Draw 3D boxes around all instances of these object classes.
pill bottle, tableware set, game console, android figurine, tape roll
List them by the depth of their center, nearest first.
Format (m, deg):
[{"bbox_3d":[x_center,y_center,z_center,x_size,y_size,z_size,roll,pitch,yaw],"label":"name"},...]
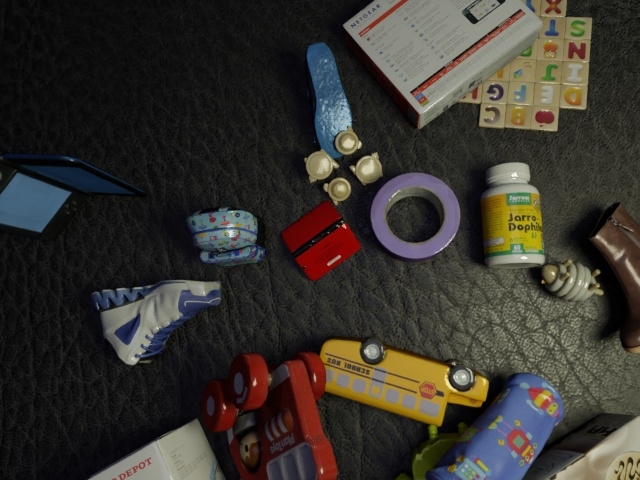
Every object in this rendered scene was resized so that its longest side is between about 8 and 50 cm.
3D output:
[{"bbox_3d":[0.274,0.510,0.881,0.248,0.056,0.273,-9,80,7],"label":"android figurine"},{"bbox_3d":[0.401,-0.050,0.924,0.117,0.117,0.209,-1,80,8],"label":"pill bottle"},{"bbox_3d":[0.207,-0.049,0.973,0.188,0.080,0.189,-1,80,8],"label":"tape roll"},{"bbox_3d":[-0.592,-0.083,0.991,0.173,0.293,0.250,35,88,13],"label":"game console"},{"bbox_3d":[0.054,-0.171,1.020,0.168,0.020,0.141,-36,105,-1],"label":"tableware set"},{"bbox_3d":[0.000,0.000,1.030,0.144,0.085,0.124,-36,108,2],"label":"game console"}]

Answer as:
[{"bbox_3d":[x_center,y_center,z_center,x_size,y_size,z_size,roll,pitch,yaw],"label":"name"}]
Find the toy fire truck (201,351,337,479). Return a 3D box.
[{"bbox_3d":[-0.098,0.364,0.835,0.302,0.169,0.254,-46,48,37],"label":"toy fire truck"}]

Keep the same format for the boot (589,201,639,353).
[{"bbox_3d":[0.598,0.070,0.864,0.207,0.090,0.248,43,68,-1],"label":"boot"}]

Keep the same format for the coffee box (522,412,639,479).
[{"bbox_3d":[0.481,0.465,0.792,0.297,0.119,0.168,-26,74,-10],"label":"coffee box"}]

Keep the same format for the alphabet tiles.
[{"bbox_3d":[0.476,-0.422,1.029,0.285,0.011,0.343,7,82,9],"label":"alphabet tiles"}]

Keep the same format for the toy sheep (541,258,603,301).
[{"bbox_3d":[0.517,0.085,0.900,0.132,0.091,0.091,25,85,5],"label":"toy sheep"}]

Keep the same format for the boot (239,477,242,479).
[{"bbox_3d":[-0.067,0.516,0.927,0.197,0.073,0.152,37,86,24],"label":"boot"}]

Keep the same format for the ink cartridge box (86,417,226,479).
[{"bbox_3d":[-0.313,0.549,0.891,0.198,0.197,0.270,-30,78,3],"label":"ink cartridge box"}]

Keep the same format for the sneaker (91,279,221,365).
[{"bbox_3d":[-0.371,0.190,1.008,0.315,0.127,0.182,-10,83,14],"label":"sneaker"}]

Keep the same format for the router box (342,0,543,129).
[{"bbox_3d":[0.274,-0.482,1.025,0.335,0.082,0.301,-36,76,3],"label":"router box"}]

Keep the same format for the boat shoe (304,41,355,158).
[{"bbox_3d":[0.023,-0.326,1.038,0.109,0.089,0.258,-6,102,-6],"label":"boat shoe"}]

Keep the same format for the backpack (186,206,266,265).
[{"bbox_3d":[-0.212,-0.011,0.982,0.158,0.173,0.117,-6,80,7],"label":"backpack"}]

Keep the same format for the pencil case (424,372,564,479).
[{"bbox_3d":[0.324,0.376,0.809,0.306,0.133,0.119,-33,82,-28],"label":"pencil case"}]

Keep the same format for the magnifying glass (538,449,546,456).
[{"bbox_3d":[0.528,0.505,0.860,0.231,0.026,0.092,41,89,13],"label":"magnifying glass"}]

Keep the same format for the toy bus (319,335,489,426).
[{"bbox_3d":[0.161,0.283,0.909,0.332,0.108,0.130,14,83,11],"label":"toy bus"}]
